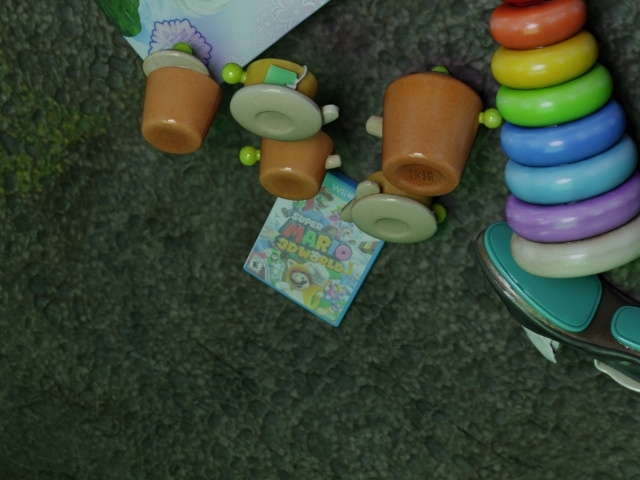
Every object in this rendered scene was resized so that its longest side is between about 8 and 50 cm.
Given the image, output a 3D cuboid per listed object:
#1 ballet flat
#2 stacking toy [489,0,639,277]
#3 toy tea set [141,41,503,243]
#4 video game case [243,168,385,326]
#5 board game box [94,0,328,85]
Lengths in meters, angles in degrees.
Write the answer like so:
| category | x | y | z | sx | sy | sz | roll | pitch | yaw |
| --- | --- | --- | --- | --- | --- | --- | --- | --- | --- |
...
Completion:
| category | x | y | z | sx | sy | sz | roll | pitch | yaw |
| --- | --- | --- | --- | --- | --- | --- | --- | --- | --- |
| ballet flat | 0.262 | 0.087 | 1.911 | 0.280 | 0.095 | 0.096 | 30 | 140 | 7 |
| stacking toy | 0.208 | -0.138 | 1.777 | 0.141 | 0.141 | 0.330 | -4 | 113 | 28 |
| toy tea set | -0.001 | -0.123 | 1.871 | 0.336 | 0.124 | 0.200 | 21 | 151 | -16 |
| video game case | 0.000 | 0.000 | 2.034 | 0.119 | 0.015 | 0.166 | 32 | 128 | 6 |
| board game box | -0.116 | -0.329 | 1.857 | 0.319 | 0.066 | 0.318 | -35 | 100 | 37 |
